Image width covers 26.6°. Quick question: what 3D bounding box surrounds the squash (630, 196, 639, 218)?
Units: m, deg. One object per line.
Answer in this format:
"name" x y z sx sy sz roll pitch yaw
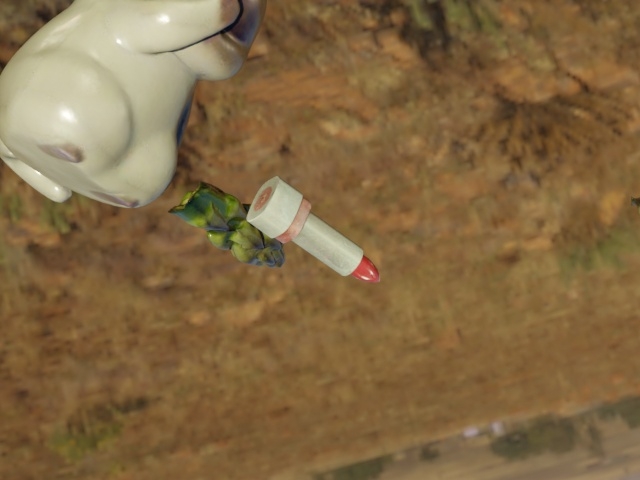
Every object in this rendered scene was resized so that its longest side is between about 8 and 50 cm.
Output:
"squash" 0.437 -0.018 1.372 0.220 0.133 0.220 -19 180 0

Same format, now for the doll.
"doll" -0.200 -0.199 1.460 0.370 0.226 0.215 -51 130 -2

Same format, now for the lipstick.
"lipstick" -0.001 0.000 1.661 0.186 0.063 0.057 36 147 -21

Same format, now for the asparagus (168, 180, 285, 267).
"asparagus" -0.113 -0.020 1.759 0.080 0.080 0.287 -20 151 19
